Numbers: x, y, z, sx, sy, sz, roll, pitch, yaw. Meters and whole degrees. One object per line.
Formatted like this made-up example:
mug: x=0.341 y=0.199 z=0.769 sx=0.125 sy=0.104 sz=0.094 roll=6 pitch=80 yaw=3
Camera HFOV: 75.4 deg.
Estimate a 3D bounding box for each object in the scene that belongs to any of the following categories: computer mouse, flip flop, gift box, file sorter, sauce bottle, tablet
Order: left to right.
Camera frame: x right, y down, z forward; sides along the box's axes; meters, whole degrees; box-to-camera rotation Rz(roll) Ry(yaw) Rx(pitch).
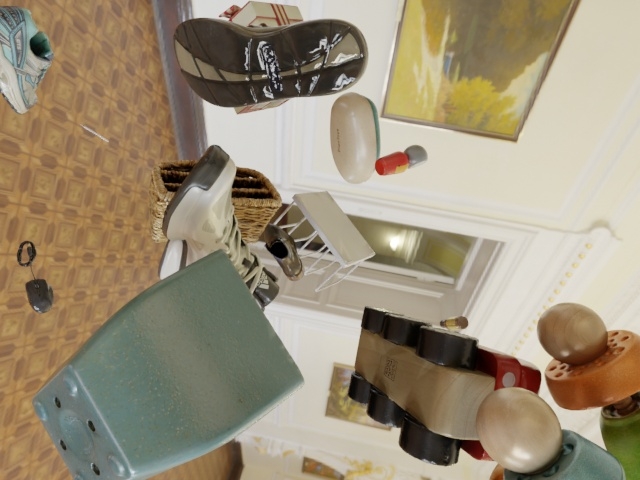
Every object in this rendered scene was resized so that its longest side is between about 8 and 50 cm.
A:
computer mouse: x=-0.909 y=0.114 z=1.316 sx=0.041 sy=0.071 sz=0.242 roll=-27 pitch=-98 yaw=54
tablet: x=-0.719 y=-0.343 z=1.316 sx=0.083 sy=0.054 sz=0.006 roll=36 pitch=86 yaw=-47
gift box: x=-0.189 y=-0.546 z=1.242 sx=0.255 sy=0.276 sz=0.258 roll=-36 pitch=105 yaw=-55
flip flop: x=-0.070 y=-0.244 z=0.553 sx=0.080 sy=0.276 sz=0.112 roll=-61 pitch=149 yaw=-54
file sorter: x=0.000 y=0.000 z=1.365 sx=0.173 sy=0.278 sz=0.192 roll=-44 pitch=164 yaw=30
sauce bottle: x=0.404 y=0.253 z=1.265 sx=0.128 sy=0.042 sz=0.042 roll=135 pitch=-32 yaw=-75

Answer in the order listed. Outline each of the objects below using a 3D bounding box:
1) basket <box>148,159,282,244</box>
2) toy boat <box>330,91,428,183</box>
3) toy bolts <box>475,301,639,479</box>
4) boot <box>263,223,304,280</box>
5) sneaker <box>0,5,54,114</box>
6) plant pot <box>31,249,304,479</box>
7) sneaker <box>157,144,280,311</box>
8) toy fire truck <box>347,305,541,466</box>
basket: x=-0.275 y=-0.130 z=1.063 sx=0.223 sy=0.299 sz=0.214 roll=-49 pitch=-134 yaw=52
toy boat: x=0.149 y=-0.263 z=1.160 sx=0.318 sy=0.148 sz=0.268 roll=44 pitch=-34 yaw=46
toy bolts: x=0.202 y=0.178 z=0.377 sx=0.218 sy=0.158 sz=0.228 roll=-42 pitch=169 yaw=34
boot: x=-0.118 y=0.007 z=1.185 sx=0.219 sy=0.082 sz=0.106 roll=54 pitch=-6 yaw=35
sneaker: x=-0.571 y=-0.338 z=0.797 sx=0.110 sy=0.122 sz=0.283 roll=62 pitch=-24 yaw=-6
plant pot: x=-0.228 y=0.199 z=0.587 sx=0.247 sy=0.247 sz=0.252 roll=-36 pitch=174 yaw=32
sneaker: x=-0.173 y=0.007 z=0.847 sx=0.447 sy=0.257 sz=0.169 roll=-51 pitch=-167 yaw=54
toy fire truck: x=0.177 y=0.185 z=0.488 sx=0.217 sy=0.246 sz=0.159 roll=176 pitch=-74 yaw=-73
